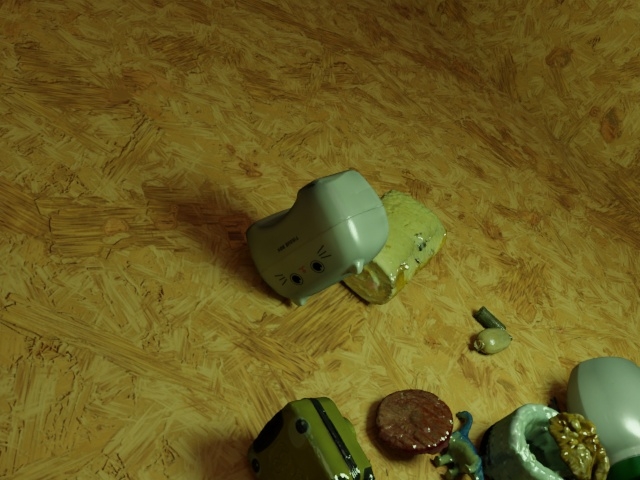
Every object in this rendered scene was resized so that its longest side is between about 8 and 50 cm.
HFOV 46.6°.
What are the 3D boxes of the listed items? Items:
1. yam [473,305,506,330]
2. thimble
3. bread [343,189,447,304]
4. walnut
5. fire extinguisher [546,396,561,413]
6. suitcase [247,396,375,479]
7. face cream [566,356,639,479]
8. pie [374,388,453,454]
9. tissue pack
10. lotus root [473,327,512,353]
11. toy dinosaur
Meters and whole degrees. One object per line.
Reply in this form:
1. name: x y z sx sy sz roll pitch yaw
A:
1. yam: 0.485 0.231 2.127 0.094 0.043 0.043 44 38 13
2. thimble: 0.490 0.501 1.728 0.237 0.150 0.237 20 41 -18
3. bread: 0.190 0.013 2.054 0.236 0.165 0.375 38 36 14
4. walnut: 0.589 0.458 1.672 0.143 0.069 0.170 15 38 -26
5. fire extinguisher: 0.588 0.466 1.933 0.158 0.043 0.064 -20 91 -47
6. suitcase: -0.013 0.426 1.405 0.143 0.194 0.235 3 45 -46
7. face cream: 0.787 0.487 1.908 0.313 0.219 0.357 19 39 -18
8. pie: 0.211 0.406 1.666 0.182 0.049 0.182 2 37 -2
9. tissue pack: 0.000 0.000 1.790 0.229 0.333 0.236 -23 83 -49
10. lotus root: 0.473 0.276 2.047 0.150 0.062 0.073 -6 53 -38
11. toy dinosaur: 0.356 0.486 1.696 0.188 0.075 0.248 -9 30 -38
